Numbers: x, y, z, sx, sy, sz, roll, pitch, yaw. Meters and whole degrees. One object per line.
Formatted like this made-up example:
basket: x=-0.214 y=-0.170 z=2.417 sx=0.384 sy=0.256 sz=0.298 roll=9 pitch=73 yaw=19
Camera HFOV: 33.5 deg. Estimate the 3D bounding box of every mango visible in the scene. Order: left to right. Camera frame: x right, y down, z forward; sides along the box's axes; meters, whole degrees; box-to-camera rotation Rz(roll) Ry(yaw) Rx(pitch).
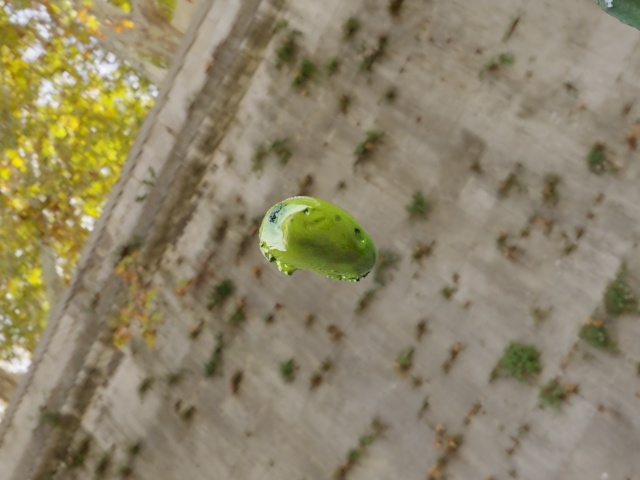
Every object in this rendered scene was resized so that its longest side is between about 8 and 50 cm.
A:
mango: x=0.000 y=-0.001 z=1.487 sx=0.178 sy=0.100 sz=0.119 roll=23 pitch=-31 yaw=-22

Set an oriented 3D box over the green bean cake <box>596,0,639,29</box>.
green bean cake: x=0.616 y=-0.545 z=1.891 sx=0.169 sy=0.300 sz=0.307 roll=26 pitch=-60 yaw=-15
